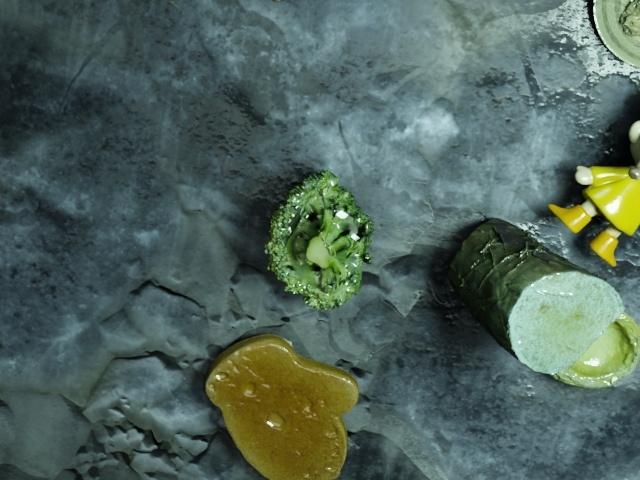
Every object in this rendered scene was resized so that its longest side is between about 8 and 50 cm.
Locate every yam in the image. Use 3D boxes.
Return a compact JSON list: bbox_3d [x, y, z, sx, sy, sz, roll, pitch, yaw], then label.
[{"bbox_3d":[0.352,0.080,1.438,0.201,0.271,0.202,34,100,-23],"label":"yam"}]

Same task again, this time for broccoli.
[{"bbox_3d":[0.000,-0.002,1.487,0.198,0.176,0.226,10,129,-10],"label":"broccoli"}]

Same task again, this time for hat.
[{"bbox_3d":[0.588,-0.393,1.338,0.252,0.110,0.252,0,113,0],"label":"hat"}]

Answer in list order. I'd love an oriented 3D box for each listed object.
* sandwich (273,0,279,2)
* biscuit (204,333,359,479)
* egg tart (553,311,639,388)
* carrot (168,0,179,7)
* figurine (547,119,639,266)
[{"bbox_3d":[-0.084,-0.530,1.355,0.292,0.109,0.212,-42,116,4],"label":"sandwich"},{"bbox_3d":[-0.058,0.336,1.648,0.287,0.057,0.343,-31,101,13],"label":"biscuit"},{"bbox_3d":[0.511,0.194,1.550,0.197,0.078,0.197,2,109,5],"label":"egg tart"},{"bbox_3d":[-0.347,-0.497,1.365,0.078,0.078,0.298,-40,104,14],"label":"carrot"},{"bbox_3d":[0.581,-0.115,1.406,0.215,0.187,0.343,32,112,-29],"label":"figurine"}]
